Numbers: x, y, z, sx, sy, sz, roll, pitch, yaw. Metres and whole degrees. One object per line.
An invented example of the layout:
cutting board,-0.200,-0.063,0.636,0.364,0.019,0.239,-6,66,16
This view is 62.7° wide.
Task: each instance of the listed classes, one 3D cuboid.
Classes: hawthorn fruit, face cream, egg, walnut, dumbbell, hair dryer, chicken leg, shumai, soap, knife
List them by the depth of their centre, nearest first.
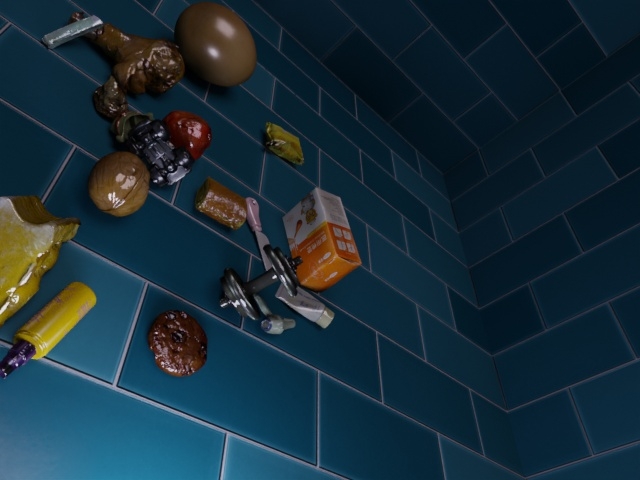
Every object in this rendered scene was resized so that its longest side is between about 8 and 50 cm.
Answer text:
face cream,-0.608,0.198,1.158,0.078,0.078,0.273,46,31,-13
soap,-0.710,0.053,1.206,0.169,0.304,0.339,37,-6,-15
walnut,-0.572,-0.160,1.495,0.167,0.167,0.207,33,34,-30
dumbbell,-0.184,0.129,1.635,0.192,0.290,0.192,59,-4,6
shumai,-0.678,-0.460,1.733,0.123,0.105,0.139,27,65,-43
hair dryer,-0.164,0.238,1.775,0.167,0.067,0.199,29,22,-50
hawthorn fruit,-0.473,-0.377,1.855,0.179,0.173,0.173,46,31,-14
chicken leg,-0.693,-0.651,1.857,0.409,0.182,0.295,28,54,-24
face cream,-0.057,0.229,1.909,0.224,0.070,0.114,38,33,-9
knife,-0.224,-0.008,1.954,0.081,0.043,0.335,11,56,-57
egg,-0.435,-0.820,2.216,0.374,0.301,0.301,31,37,-33

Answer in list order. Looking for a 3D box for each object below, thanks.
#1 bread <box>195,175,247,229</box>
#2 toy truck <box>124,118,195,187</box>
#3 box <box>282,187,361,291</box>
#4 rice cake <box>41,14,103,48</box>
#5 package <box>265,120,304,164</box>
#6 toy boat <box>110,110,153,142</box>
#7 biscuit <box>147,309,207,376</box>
bread,-0.344,-0.124,1.824,0.172,0.103,0.132,32,31,-32
toy truck,-0.521,-0.292,1.719,0.224,0.147,0.165,52,4,-22
box,0.000,0.000,2.052,0.143,0.225,0.341,18,45,-42
rice cake,-0.821,-0.693,1.741,0.211,0.034,0.043,-41,95,-30
package,-0.166,-0.442,2.409,0.226,0.090,0.168,23,44,-36
toy boat,-0.624,-0.375,1.711,0.071,0.089,0.185,16,43,12
biscuit,-0.380,0.277,1.420,0.192,0.049,0.192,36,37,-33
